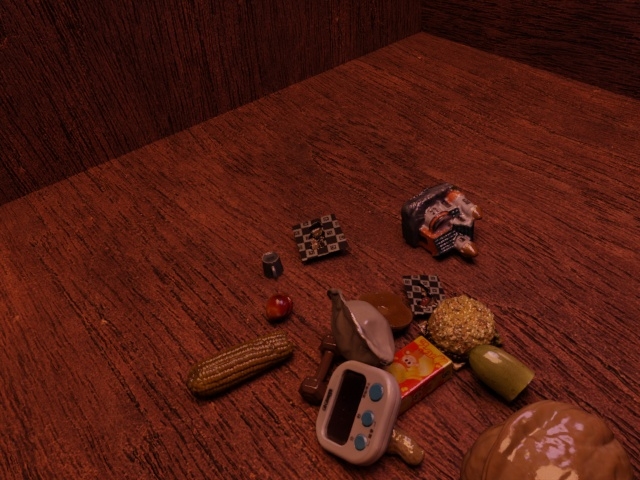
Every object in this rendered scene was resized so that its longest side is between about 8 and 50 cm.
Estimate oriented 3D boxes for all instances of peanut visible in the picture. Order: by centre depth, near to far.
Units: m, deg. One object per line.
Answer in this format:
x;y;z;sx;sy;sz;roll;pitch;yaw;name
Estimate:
0.209;0.558;1.577;0.174;0.080;0.080;27;52;33;peanut

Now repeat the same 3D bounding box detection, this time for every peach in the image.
-0.148;0.238;2.028;0.100;0.101;0.101;-6;39;5;peach

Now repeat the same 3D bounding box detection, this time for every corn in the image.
-0.256;0.395;1.840;0.362;0.121;0.120;-19;40;-17;corn

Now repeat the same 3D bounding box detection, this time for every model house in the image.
0.496;-0.053;2.166;0.271;0.190;0.301;-24;42;-19;model house

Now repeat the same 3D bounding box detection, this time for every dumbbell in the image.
0.008;0.403;1.798;0.092;0.082;0.231;7;42;21;dumbbell

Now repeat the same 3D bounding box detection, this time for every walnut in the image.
0.520;0.553;1.323;0.380;0.382;0.381;-6;39;5;walnut

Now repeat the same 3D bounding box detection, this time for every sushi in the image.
0.369;0.196;2.013;0.139;0.031;0.201;0;39;-5;sushi
0.000;0.000;2.314;0.192;0.051;0.215;-17;45;-3;sushi

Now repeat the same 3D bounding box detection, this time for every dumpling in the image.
0.108;0.262;1.743;0.181;0.260;0.341;-34;8;19;dumpling

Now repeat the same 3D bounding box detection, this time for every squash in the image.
0.514;0.374;1.665;0.186;0.123;0.123;36;55;18;squash

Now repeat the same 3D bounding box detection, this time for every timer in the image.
0.107;0.475;1.588;0.237;0.087;0.262;6;72;50;timer

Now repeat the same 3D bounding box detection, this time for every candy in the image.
0.252;0.418;1.724;0.276;0.088;0.146;-30;44;-23;candy

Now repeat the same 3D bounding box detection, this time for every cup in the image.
-0.185;0.100;2.210;0.078;0.077;0.100;-16;40;-8;cup

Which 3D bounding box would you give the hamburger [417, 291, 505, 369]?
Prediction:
0.447;0.270;1.822;0.243;0.139;0.261;-27;43;-20;hamburger

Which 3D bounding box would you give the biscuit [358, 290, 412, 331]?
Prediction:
0.216;0.245;1.941;0.180;0.049;0.208;-3;31;-22;biscuit
